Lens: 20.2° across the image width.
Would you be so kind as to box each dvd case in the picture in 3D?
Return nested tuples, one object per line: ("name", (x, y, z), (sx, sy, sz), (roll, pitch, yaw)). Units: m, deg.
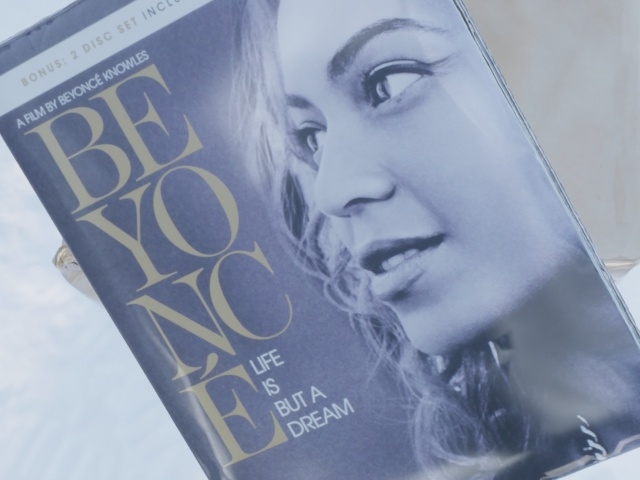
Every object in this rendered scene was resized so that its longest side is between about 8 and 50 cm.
("dvd case", (0.000, 0.000, 0.609), (0.164, 0.018, 0.221), (-25, 102, 21))

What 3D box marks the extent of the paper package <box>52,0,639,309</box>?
("paper package", (0.023, -0.114, 1.057), (0.324, 0.168, 0.310), (2, 78, 0))
